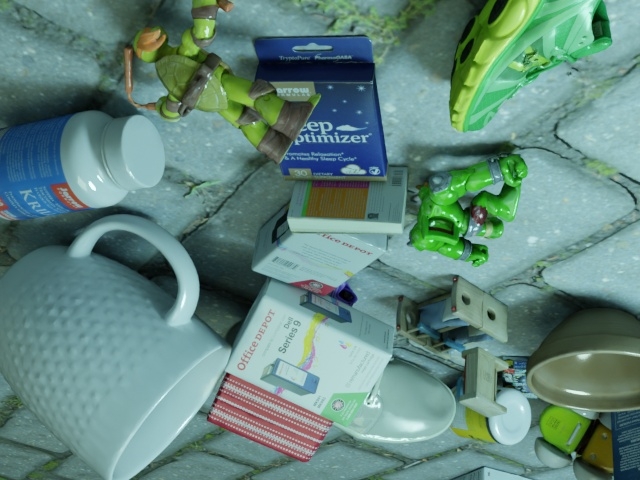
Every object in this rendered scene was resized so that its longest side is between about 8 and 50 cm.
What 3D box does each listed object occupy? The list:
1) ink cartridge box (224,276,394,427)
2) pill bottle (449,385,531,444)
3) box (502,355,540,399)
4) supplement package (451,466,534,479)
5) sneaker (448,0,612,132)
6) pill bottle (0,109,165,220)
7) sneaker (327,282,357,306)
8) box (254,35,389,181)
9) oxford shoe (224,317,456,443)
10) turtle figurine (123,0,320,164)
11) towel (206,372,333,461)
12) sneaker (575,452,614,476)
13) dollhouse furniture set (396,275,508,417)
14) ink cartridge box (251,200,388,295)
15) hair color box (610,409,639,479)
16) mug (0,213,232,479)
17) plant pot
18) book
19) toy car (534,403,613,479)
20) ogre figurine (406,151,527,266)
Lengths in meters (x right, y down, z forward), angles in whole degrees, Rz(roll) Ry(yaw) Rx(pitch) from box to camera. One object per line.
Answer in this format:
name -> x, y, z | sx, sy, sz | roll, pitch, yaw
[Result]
ink cartridge box -> -0.016, 0.164, 1.306 | 0.212, 0.093, 0.154 | 27, 114, -4
pill bottle -> 0.297, 0.323, 1.622 | 0.103, 0.103, 0.184 | 28, 162, -28
box -> 0.383, 0.254, 1.587 | 0.094, 0.027, 0.137 | 1, 148, 14
supplement package -> 0.430, 0.675, 2.138 | 0.194, 0.149, 0.203 | 18, 148, -16
sneaker -> 0.211, -0.193, 0.829 | 0.124, 0.109, 0.295 | 19, 147, -9
pill bottle -> -0.315, -0.097, 1.092 | 0.222, 0.124, 0.124 | -7, 145, 24
sneaker -> 0.027, 0.108, 1.401 | 0.071, 0.068, 0.170 | -3, 147, 7
box -> 0.004, -0.148, 1.022 | 0.137, 0.036, 0.225 | 1, 146, 11
oxford shoe -> 0.048, 0.240, 1.521 | 0.450, 0.169, 0.130 | 23, 144, -13
turtle figurine -> -0.113, -0.175, 0.915 | 0.217, 0.087, 0.269 | 30, 142, -7
towel -> -0.053, 0.230, 1.413 | 0.199, 0.031, 0.274 | 25, 117, -4
sneaker -> 0.592, 0.400, 1.730 | 0.208, 0.094, 0.081 | -38, 117, 22
dollhouse furniture set -> 0.203, 0.175, 1.352 | 0.129, 0.183, 0.129 | 30, 142, -31
ink cartridge box -> 0.000, 0.000, 1.223 | 0.128, 0.072, 0.175 | 22, 146, -22
hair color box -> 0.598, 0.410, 1.481 | 0.174, 0.347, 0.105 | 24, 145, -23
mug -> -0.326, 0.131, 1.333 | 0.328, 0.276, 0.374 | 38, 113, 11
plant pot -> 0.448, 0.180, 1.374 | 0.238, 0.109, 0.237 | 6, 149, 4
book -> 0.037, -0.055, 1.105 | 0.144, 0.096, 0.035 | 2, 144, 12
toy car -> 0.504, 0.366, 1.647 | 0.182, 0.159, 0.136 | 26, -167, 7
ogre figurine -> 0.182, -0.036, 1.105 | 0.118, 0.096, 0.197 | 1, 161, -10
